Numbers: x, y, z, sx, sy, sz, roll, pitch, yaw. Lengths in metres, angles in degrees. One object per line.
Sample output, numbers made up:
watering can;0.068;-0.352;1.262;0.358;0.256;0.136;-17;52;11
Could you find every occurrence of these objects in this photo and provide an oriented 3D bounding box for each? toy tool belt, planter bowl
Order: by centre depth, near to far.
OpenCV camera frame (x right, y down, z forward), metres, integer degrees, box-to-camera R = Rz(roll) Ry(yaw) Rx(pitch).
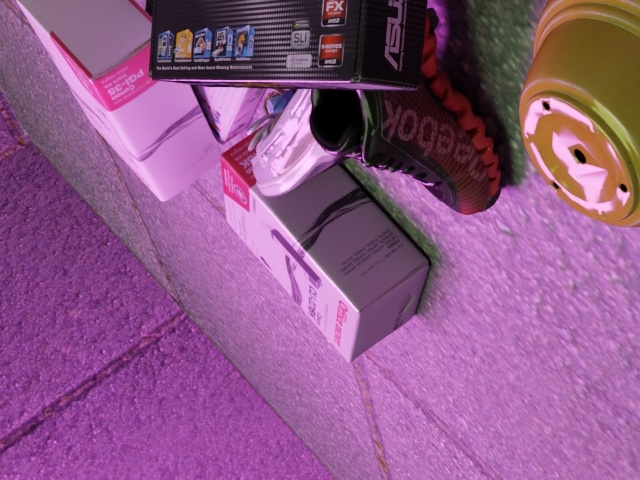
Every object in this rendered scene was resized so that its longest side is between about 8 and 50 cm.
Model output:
planter bowl;0.197;-0.076;0.675;0.217;0.090;0.217;47;162;20
toy tool belt;-0.033;-0.147;1.226;0.083;0.052;0.051;51;172;6

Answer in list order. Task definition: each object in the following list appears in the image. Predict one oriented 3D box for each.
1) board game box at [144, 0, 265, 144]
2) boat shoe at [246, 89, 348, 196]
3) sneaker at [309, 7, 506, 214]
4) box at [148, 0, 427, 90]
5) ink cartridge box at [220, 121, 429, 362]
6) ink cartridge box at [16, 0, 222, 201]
board game box;-0.150;-0.252;1.330;0.193;0.053;0.305;53;164;1
boat shoe;-0.004;-0.128;1.089;0.103;0.118;0.320;60;159;-1
sneaker;0.065;-0.099;0.876;0.097;0.135;0.276;31;164;47
box;-0.030;-0.222;0.764;0.270;0.060;0.216;12;99;49
ink cartridge box;0.000;0.000;1.317;0.273;0.114;0.197;47;162;18
ink cartridge box;-0.263;-0.213;1.397;0.207;0.117;0.283;45;167;30
